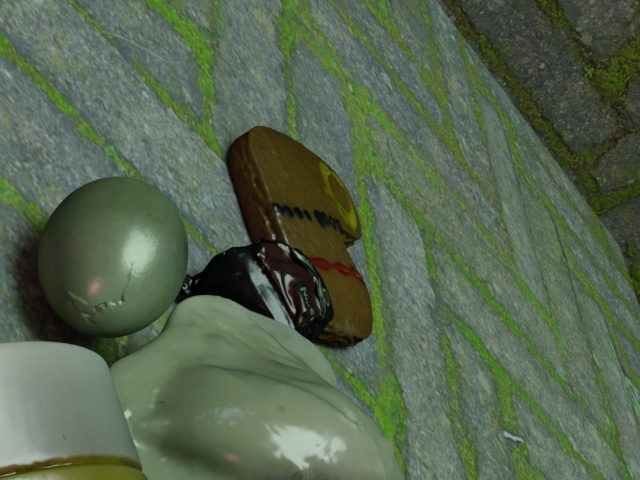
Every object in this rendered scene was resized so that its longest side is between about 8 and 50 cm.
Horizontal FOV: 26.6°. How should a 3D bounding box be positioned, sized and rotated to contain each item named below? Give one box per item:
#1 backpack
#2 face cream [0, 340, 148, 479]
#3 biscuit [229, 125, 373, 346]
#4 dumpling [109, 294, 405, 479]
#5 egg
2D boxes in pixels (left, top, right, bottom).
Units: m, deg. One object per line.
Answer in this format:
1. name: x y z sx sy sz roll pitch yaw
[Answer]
1. backpack: -0.046 0.055 1.269 0.120 0.106 0.165 57 23 3
2. face cream: -0.177 0.173 0.629 0.218 0.218 0.179 18 48 -62
3. biscuit: 0.002 -0.001 1.538 0.262 0.052 0.277 28 37 -55
4. dumpling: -0.043 0.140 1.033 0.318 0.187 0.243 36 39 -48
5. egg: -0.160 0.014 1.039 0.114 0.114 0.152 53 23 -21
